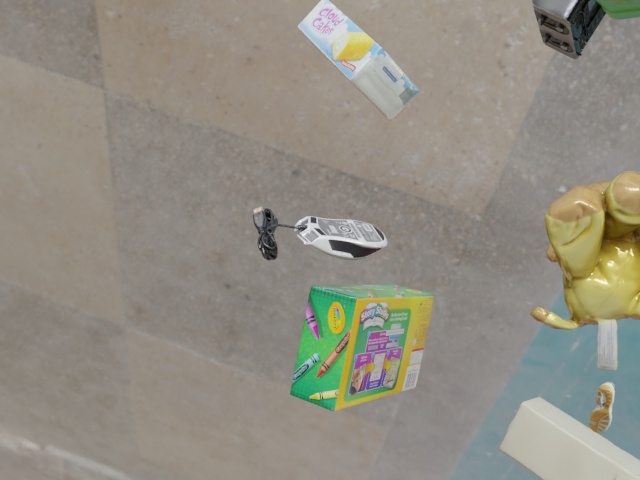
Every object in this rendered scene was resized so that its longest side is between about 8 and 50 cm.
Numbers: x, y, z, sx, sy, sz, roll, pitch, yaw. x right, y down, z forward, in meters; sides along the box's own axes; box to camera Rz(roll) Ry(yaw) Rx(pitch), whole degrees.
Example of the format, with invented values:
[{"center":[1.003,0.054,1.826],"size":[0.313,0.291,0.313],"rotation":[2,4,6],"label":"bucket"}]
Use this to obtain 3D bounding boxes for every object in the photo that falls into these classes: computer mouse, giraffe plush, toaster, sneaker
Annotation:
[{"center":[0.000,0.000,0.985],"size":[0.192,0.106,0.042],"rotation":[7,117,-21],"label":"computer mouse"},{"center":[0.319,0.006,0.782],"size":[0.181,0.170,0.210],"rotation":[14,119,9],"label":"giraffe plush"},{"center":[0.541,-0.510,1.540],"size":[0.110,0.186,0.168],"rotation":[33,180,29],"label":"toaster"},{"center":[0.438,0.257,1.116],"size":[0.031,0.037,0.083],"rotation":[19,112,30],"label":"sneaker"}]

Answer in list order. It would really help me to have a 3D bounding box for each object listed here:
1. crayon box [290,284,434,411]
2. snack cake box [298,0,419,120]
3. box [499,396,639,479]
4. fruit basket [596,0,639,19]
[{"center":[0.074,0.156,1.128],"size":[0.081,0.278,0.166],"rotation":[13,94,32],"label":"crayon box"},{"center":[0.075,-0.377,1.499],"size":[0.089,0.264,0.152],"rotation":[-45,136,11],"label":"snack cake box"},{"center":[0.474,0.406,1.311],"size":[0.275,0.094,0.113],"rotation":[33,109,35],"label":"box"},{"center":[0.632,-0.593,1.311],"size":[0.282,0.392,0.392],"rotation":[13,142,52],"label":"fruit basket"}]
